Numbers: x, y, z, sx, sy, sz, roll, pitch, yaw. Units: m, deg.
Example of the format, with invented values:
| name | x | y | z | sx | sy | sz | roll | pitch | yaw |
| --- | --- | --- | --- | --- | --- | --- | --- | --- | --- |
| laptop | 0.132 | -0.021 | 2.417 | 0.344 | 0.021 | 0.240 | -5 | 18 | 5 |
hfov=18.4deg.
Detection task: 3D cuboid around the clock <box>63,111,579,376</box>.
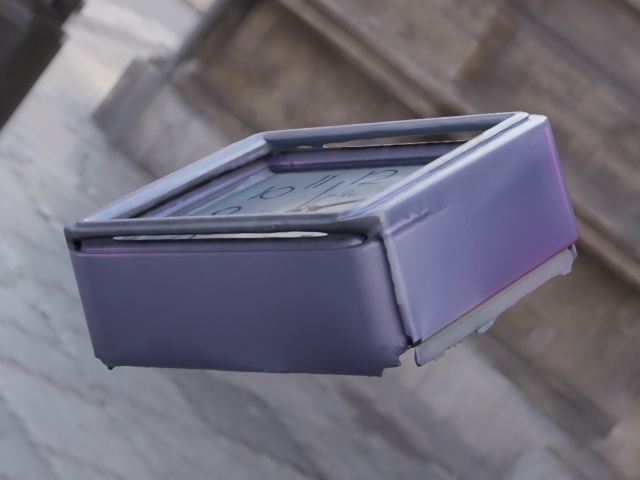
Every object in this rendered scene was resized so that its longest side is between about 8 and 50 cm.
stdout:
| name | x | y | z | sx | sy | sz | roll | pitch | yaw |
| --- | --- | --- | --- | --- | --- | --- | --- | --- | --- |
| clock | 0.001 | 0.000 | 0.884 | 0.193 | 0.073 | 0.145 | -2 | 20 | 41 |
